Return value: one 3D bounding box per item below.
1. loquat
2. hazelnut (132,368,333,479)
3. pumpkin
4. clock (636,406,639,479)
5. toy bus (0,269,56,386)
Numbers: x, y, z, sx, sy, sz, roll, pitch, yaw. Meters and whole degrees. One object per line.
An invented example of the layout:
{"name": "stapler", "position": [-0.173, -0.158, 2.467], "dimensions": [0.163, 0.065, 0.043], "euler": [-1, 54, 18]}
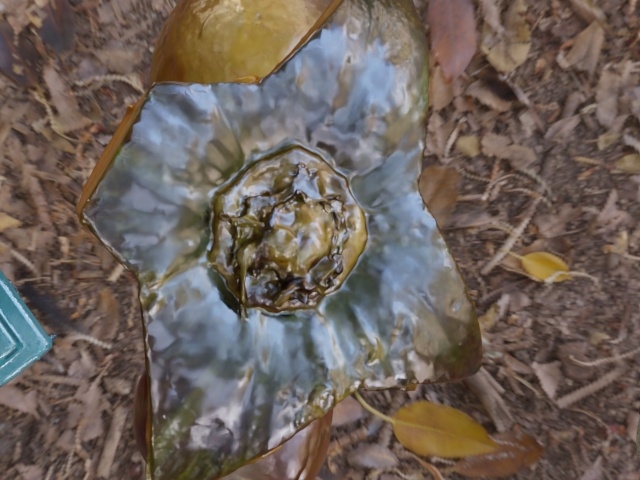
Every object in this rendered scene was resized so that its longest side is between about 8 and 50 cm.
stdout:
{"name": "loquat", "position": [-0.070, -0.161, 0.981], "dimensions": [0.193, 0.238, 0.238], "euler": [24, 87, 5]}
{"name": "hazelnut", "position": [-0.093, 0.202, 1.072], "dimensions": [0.229, 0.229, 0.229], "euler": [0, 88, -3]}
{"name": "pumpkin", "position": [-0.021, -0.011, 0.627], "dimensions": [0.258, 0.095, 0.290], "euler": [-18, 100, -26]}
{"name": "clock", "position": [0.455, 0.275, 1.231], "dimensions": [0.146, 0.200, 0.243], "euler": [5, 129, 12]}
{"name": "toy bus", "position": [-0.402, 0.051, 1.081], "dimensions": [0.128, 0.147, 0.256], "euler": [-36, 104, -17]}
